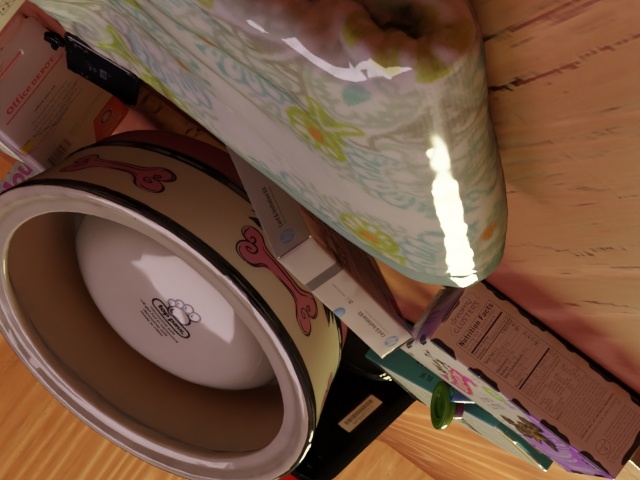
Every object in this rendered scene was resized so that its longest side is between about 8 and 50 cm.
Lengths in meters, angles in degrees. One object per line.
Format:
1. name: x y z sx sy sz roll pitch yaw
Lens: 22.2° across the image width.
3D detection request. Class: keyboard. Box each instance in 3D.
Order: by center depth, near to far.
1. keyboard: -0.218 -0.175 1.561 0.108 0.023 0.180 30 172 -5

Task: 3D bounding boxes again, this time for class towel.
1. towel: -0.061 -0.128 0.922 0.374 0.090 0.320 33 172 18

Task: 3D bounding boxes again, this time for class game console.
1. game console: -0.074 0.150 2.001 0.342 0.060 0.386 36 -153 12

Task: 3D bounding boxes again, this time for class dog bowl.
1. dog bowl: -0.151 0.061 1.681 0.408 0.150 0.408 22 140 20

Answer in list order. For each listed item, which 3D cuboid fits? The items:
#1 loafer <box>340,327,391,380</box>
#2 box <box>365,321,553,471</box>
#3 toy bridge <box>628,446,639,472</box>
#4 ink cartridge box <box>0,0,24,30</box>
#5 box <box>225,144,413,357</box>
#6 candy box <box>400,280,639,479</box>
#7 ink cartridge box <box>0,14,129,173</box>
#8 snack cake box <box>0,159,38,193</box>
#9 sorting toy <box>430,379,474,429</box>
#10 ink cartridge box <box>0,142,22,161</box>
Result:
1. loafer: 0.004 0.093 1.967 0.223 0.076 0.078 37 -179 19
2. box: 0.160 0.163 1.775 0.100 0.060 0.244 42 170 -34
3. toy bridge: 0.302 0.202 1.522 0.188 0.026 0.063 29 172 41
4. ink cartridge box: -0.314 -0.212 1.188 0.069 0.176 0.371 36 172 9
5. box: 0.000 0.000 1.384 0.186 0.038 0.145 43 -164 -48
6. candy box: 0.175 0.120 1.416 0.196 0.070 0.165 37 172 -1
7. ink cartridge box: -0.299 -0.152 1.701 0.067 0.115 0.198 31 170 34
8. snack cake box: -0.359 -0.025 2.151 0.152 0.264 0.089 35 172 5
9. sorting toy: 0.147 0.150 1.671 0.042 0.102 0.061 8 -162 -16
10. ink cartridge box: -0.438 -0.200 2.063 0.172 0.100 0.237 40 171 -30
